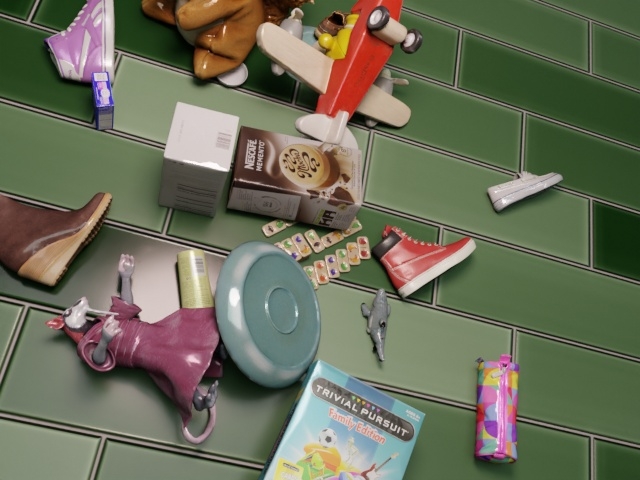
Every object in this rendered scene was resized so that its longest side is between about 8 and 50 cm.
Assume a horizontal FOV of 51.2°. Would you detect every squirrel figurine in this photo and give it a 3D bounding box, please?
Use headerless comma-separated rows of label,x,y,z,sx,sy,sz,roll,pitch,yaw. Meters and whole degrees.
squirrel figurine,-0.198,-0.637,1.592,0.397,0.370,0.281,-22,67,-28

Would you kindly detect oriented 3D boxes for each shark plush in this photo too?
shark plush,0.130,0.195,1.540,0.073,0.067,0.161,17,65,-10

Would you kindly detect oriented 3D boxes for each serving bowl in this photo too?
serving bowl,-0.228,-0.424,1.701,0.084,0.027,0.083,6,67,-14

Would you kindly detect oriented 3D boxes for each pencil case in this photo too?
pencil case,0.404,0.387,1.532,0.105,0.104,0.236,12,67,-12

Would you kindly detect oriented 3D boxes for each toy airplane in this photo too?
toy airplane,0.047,-0.408,1.660,0.385,0.386,0.272,-26,39,-16

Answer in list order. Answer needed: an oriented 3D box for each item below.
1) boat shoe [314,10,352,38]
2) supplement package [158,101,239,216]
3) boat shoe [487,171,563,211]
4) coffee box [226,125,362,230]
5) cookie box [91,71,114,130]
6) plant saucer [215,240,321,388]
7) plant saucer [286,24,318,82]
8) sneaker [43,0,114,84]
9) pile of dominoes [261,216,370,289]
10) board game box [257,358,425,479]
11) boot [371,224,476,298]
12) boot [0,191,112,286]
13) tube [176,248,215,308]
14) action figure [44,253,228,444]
boat shoe,0.051,-0.589,1.815,0.064,0.060,0.178,42,42,5
supplement package,-0.271,-0.169,1.464,0.134,0.244,0.138,13,67,-11
boat shoe,0.553,-0.152,1.802,0.226,0.083,0.075,-22,78,-23
coffee box,-0.060,-0.145,1.575,0.297,0.119,0.168,10,57,-12
cookie box,-0.499,-0.318,1.531,0.040,0.107,0.091,-8,72,-21
plant saucer,-0.092,0.149,1.405,0.318,0.044,0.317,26,55,-46
plant saucer,-0.022,-0.508,1.795,0.195,0.037,0.194,6,67,-14
sneaker,-0.572,-0.508,1.591,0.161,0.102,0.281,0,69,-14
pile of dominoes,0.000,0.000,1.595,0.251,0.040,0.196,-28,79,-24
board game box,0.031,0.445,1.328,0.254,0.079,0.336,28,64,-4
boot,0.252,0.010,1.646,0.244,0.088,0.176,-28,78,-21
boot,-0.583,-0.047,1.403,0.207,0.090,0.248,33,67,-5
tube,-0.267,0.141,1.450,0.062,0.070,0.240,9,65,-56
action figure,-0.366,0.209,1.353,0.371,0.275,0.248,10,30,5
